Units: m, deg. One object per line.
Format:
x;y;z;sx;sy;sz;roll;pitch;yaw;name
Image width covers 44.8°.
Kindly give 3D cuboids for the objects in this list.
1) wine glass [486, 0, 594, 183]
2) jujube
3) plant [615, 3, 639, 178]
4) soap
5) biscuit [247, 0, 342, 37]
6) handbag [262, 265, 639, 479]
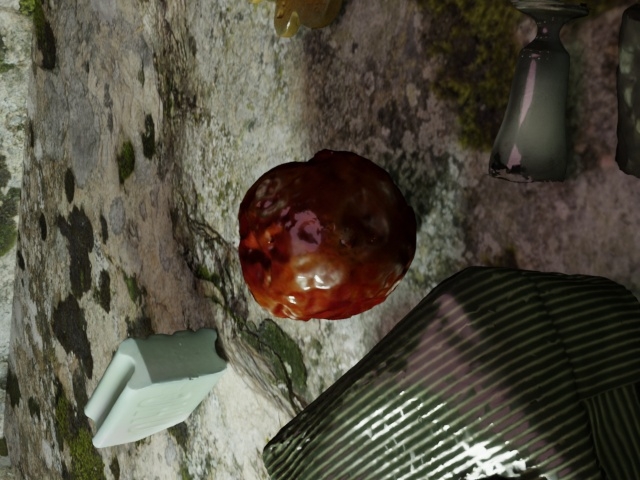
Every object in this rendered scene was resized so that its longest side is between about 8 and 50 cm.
0.190;-0.130;0.683;0.072;0.072;0.155;23;112;54;wine glass
0.000;0.000;0.888;0.290;0.197;0.197;149;113;-70;jujube
0.276;-0.163;0.484;0.147;0.149;0.274;12;107;40;plant
-0.298;0.265;1.377;0.289;0.173;0.095;-51;53;46;soap
-0.037;-0.352;1.043;0.234;0.030;0.153;45;130;45;biscuit
0.138;0.197;0.628;0.340;0.247;0.240;-48;54;32;handbag
